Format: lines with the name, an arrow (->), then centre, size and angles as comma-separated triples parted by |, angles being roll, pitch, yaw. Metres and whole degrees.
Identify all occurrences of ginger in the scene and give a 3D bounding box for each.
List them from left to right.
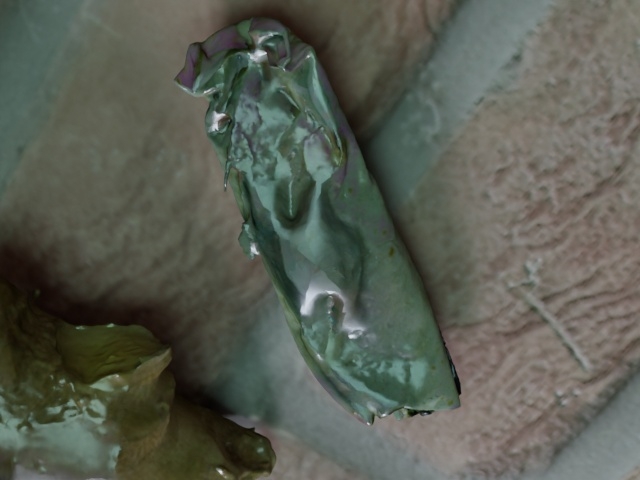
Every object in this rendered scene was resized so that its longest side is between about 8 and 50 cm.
ginger -> -0.165, 0.135, 1.028 | 0.270, 0.123, 0.219 | 27, 124, -9

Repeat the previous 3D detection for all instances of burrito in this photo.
burrito -> 0.003, -0.002, 0.972 | 0.096, 0.066, 0.309 | -20, 114, 13
